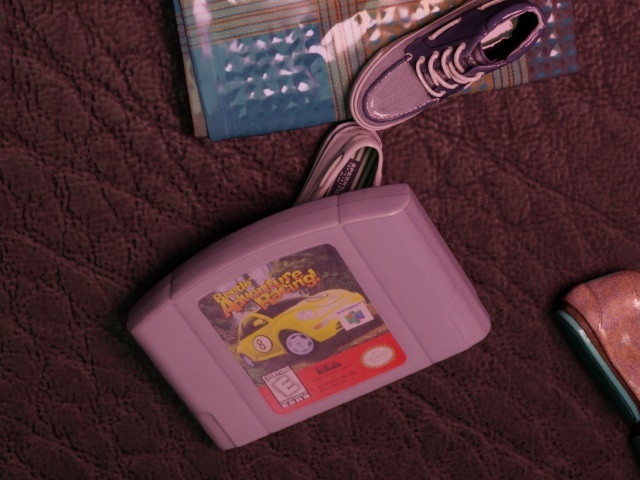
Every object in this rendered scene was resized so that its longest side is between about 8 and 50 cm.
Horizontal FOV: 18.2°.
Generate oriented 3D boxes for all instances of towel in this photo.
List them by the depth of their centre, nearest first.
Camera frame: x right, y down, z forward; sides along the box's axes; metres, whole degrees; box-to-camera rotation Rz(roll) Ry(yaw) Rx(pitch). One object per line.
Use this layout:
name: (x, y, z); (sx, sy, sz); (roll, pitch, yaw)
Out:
towel: (0.043, -0.247, 1.809); (0.370, 0.040, 0.271); (-11, 107, -8)

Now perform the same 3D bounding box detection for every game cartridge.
game cartridge: (-0.017, 0.067, 1.816); (0.294, 0.060, 0.196); (-25, 118, 16)

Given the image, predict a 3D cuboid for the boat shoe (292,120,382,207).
boat shoe: (0.000, 0.000, 1.845); (0.083, 0.076, 0.226); (12, 102, -12)

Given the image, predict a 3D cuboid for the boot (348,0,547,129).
boot: (0.111, -0.160, 1.779); (0.190, 0.086, 0.069); (-38, 109, 0)

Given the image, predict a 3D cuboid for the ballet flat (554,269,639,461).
ballet flat: (0.344, 0.163, 1.934); (0.106, 0.107, 0.316); (-34, 109, -10)
